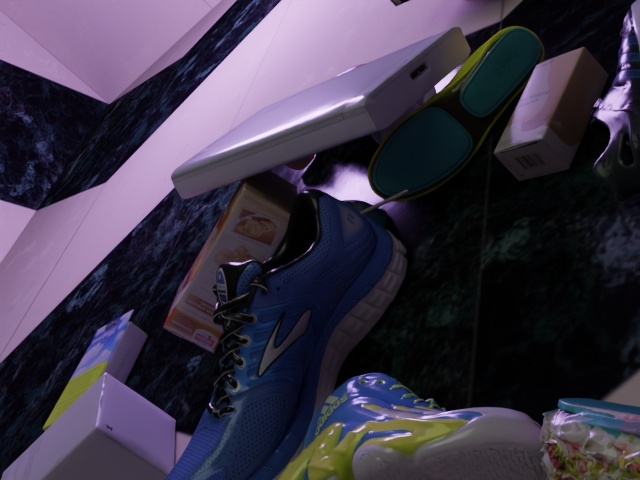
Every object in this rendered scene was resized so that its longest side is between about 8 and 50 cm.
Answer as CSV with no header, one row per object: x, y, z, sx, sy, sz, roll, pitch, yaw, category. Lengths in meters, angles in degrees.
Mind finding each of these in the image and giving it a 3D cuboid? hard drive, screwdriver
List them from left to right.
-0.007,-0.137,0.930,0.307,0.040,0.203,-13,22,44,hard drive
0.022,-0.018,0.854,0.170,0.024,0.025,-24,4,43,screwdriver

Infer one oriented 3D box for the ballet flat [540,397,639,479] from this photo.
0.197,0.118,0.373,0.241,0.091,0.077,-10,74,62,ballet flat

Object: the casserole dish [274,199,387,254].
0.000,0.000,0.941,0.114,0.037,0.188,-56,23,-17,casserole dish

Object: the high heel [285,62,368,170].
0.024,-0.192,1.125,0.244,0.082,0.117,-47,22,56,high heel

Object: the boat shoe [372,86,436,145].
0.090,-0.140,0.972,0.063,0.066,0.184,-45,21,35,boat shoe

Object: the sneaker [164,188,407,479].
-0.057,0.093,0.752,0.130,0.147,0.330,-11,44,56,sneaker

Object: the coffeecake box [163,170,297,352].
-0.101,0.015,0.973,0.185,0.068,0.142,-58,10,14,coffeecake box

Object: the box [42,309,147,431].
-0.313,0.191,1.184,0.109,0.042,0.178,-28,30,39,box

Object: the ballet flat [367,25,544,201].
0.139,-0.125,0.864,0.231,0.077,0.077,-46,2,-1,ballet flat

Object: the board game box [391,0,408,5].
0.231,-0.466,1.132,0.317,0.046,0.213,-54,22,-15,board game box

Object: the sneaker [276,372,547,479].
0.053,0.129,0.572,0.240,0.091,0.126,-29,29,40,sneaker

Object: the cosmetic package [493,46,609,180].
0.206,-0.113,0.745,0.060,0.041,0.115,-15,40,53,cosmetic package

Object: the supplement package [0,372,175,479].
-0.254,0.253,0.901,0.179,0.105,0.105,-44,22,12,supplement package

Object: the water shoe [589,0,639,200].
0.242,-0.116,0.648,0.080,0.073,0.203,-32,27,39,water shoe
